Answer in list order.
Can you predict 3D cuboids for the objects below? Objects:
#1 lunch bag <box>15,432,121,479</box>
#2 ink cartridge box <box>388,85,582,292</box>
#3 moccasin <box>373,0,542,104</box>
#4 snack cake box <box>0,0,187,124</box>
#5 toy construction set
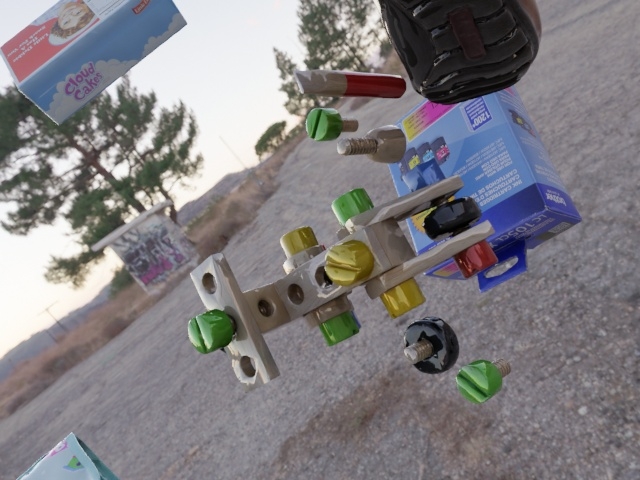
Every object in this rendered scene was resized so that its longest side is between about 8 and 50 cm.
[{"bbox_3d":[-0.268,0.362,0.540,0.223,0.262,0.160,-44,-18,-26],"label":"lunch bag"},{"bbox_3d":[0.298,-0.099,1.006,0.151,0.395,0.270,8,-33,-42],"label":"ink cartridge box"},{"bbox_3d":[0.104,-0.232,0.467,0.139,0.146,0.380,-15,-16,30],"label":"moccasin"},{"bbox_3d":[-0.365,-0.327,0.842,0.264,0.152,0.089,-40,-34,-4],"label":"snack cake box"},{"bbox_3d":[0.000,0.000,0.490,0.237,0.308,0.257,-11,8,-43],"label":"toy construction set"}]
